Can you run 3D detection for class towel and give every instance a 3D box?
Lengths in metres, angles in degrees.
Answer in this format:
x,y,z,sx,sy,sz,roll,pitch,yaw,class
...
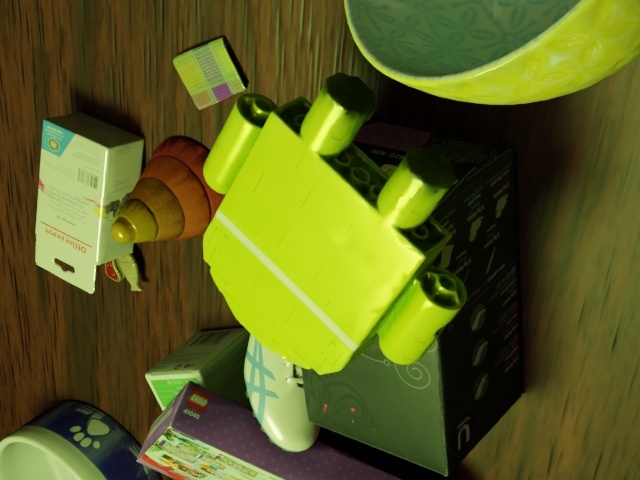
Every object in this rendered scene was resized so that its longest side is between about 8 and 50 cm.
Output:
x,y,z,sx,sy,sz,roll,pitch,yaw,class
-0.113,-0.169,1.199,0.083,0.009,0.060,-15,106,46,towel

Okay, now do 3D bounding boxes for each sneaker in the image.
x,y,z,sx,sy,sz,roll,pitch,yaw,class
-0.023,0.089,1.168,0.086,0.085,0.237,-17,69,61,sneaker

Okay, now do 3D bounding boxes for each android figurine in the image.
x,y,z,sx,sy,sz,roll,pitch,yaw,class
0.000,0.000,0.960,0.248,0.056,0.273,43,135,13,android figurine

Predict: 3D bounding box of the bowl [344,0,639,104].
x,y,z,sx,sy,sz,roll,pitch,yaw,class
0.168,-0.206,0.788,0.156,0.290,0.289,24,154,-36,bowl

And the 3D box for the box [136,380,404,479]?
x,y,z,sx,sy,sz,roll,pitch,yaw,class
-0.040,0.255,1.264,0.293,0.057,0.201,26,154,-8,box

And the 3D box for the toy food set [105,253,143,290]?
x,y,z,sx,sy,sz,roll,pitch,yaw,class
-0.250,0.000,1.429,0.078,0.019,0.122,12,124,36,toy food set

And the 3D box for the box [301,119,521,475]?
x,y,z,sx,sy,sz,roll,pitch,yaw,class
0.077,0.050,1.076,0.165,0.143,0.270,16,127,35,box

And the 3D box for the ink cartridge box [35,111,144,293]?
x,y,z,sx,sy,sz,roll,pitch,yaw,class
-0.267,-0.043,1.355,0.104,0.061,0.181,24,117,29,ink cartridge box

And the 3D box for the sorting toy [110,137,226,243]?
x,y,z,sx,sy,sz,roll,pitch,yaw,class
-0.098,0.064,1.258,0.365,0.126,0.127,52,138,3,sorting toy

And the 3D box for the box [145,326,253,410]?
x,y,z,sx,sy,sz,roll,pitch,yaw,class
-0.124,0.162,1.365,0.101,0.102,0.087,-9,112,44,box

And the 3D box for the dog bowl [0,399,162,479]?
x,y,z,sx,sy,sz,roll,pitch,yaw,class
-0.340,0.365,1.696,0.265,0.104,0.265,23,130,30,dog bowl
